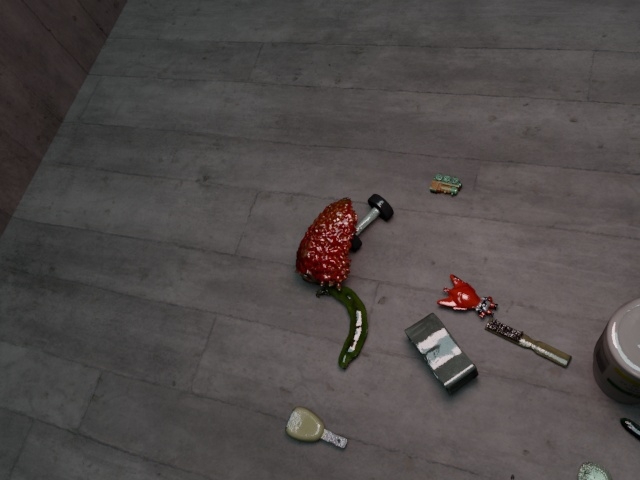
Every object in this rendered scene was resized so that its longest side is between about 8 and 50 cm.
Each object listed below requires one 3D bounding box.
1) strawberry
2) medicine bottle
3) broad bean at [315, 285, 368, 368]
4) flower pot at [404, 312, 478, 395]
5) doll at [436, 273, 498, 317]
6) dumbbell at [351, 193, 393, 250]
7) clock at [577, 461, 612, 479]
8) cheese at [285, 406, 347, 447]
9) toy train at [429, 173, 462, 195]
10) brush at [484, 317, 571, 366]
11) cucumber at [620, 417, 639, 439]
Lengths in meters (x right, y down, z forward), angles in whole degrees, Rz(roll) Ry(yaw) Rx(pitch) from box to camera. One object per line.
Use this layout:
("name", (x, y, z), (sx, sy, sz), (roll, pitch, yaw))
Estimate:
("strawberry", (0.000, 0.000, 1.872), (0.233, 0.137, 0.306), (13, 95, 52))
("medicine bottle", (0.801, 0.291, 1.433), (0.208, 0.340, 0.208), (-7, 62, 14))
("broad bean", (0.084, 0.257, 1.840), (0.144, 0.049, 0.292), (-26, 58, 10))
("flower pot", (0.354, 0.330, 1.687), (0.108, 0.103, 0.229), (-33, 59, -1))
("doll", (0.454, 0.180, 1.756), (0.169, 0.057, 0.109), (22, 69, 27))
("dumbbell", (0.150, -0.061, 1.944), (0.191, 0.100, 0.100), (-45, 61, -8))
("clock", (0.713, 0.617, 1.489), (0.083, 0.010, 0.074), (16, 70, 22))
("cheese", (-0.010, 0.570, 1.714), (0.192, 0.037, 0.097), (17, 72, 24))
("toy train", (0.429, -0.187, 1.956), (0.103, 0.044, 0.064), (15, 73, 25))
("brush", (0.601, 0.294, 1.669), (0.248, 0.036, 0.043), (26, 78, 26))
("cucumber", (0.842, 0.508, 1.491), (0.133, 0.032, 0.032), (38, 80, 28))
